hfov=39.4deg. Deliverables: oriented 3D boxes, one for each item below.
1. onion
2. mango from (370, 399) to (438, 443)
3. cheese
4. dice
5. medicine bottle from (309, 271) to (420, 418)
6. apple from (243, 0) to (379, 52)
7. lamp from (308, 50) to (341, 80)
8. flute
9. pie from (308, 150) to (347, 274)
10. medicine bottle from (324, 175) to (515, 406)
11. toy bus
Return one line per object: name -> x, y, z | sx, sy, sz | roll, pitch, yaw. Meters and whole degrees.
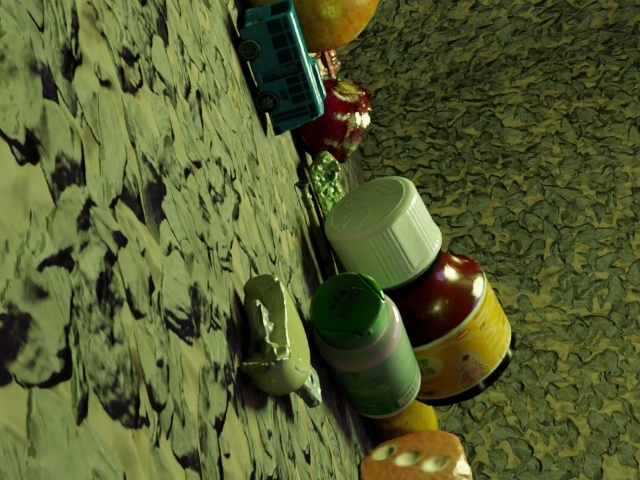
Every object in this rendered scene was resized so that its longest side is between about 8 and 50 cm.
onion -> 0.012, -0.217, 1.790 | 0.195, 0.140, 0.218 | -94, -156, -55
mango -> 0.155, 0.326, 1.722 | 0.295, 0.120, 0.177 | 66, 3, -61
cheese -> -0.034, 0.123, 0.927 | 0.235, 0.050, 0.127 | 62, 13, -57
dice -> 0.164, 0.412, 1.397 | 0.179, 0.174, 0.174 | -76, 149, -75
medicine bottle -> 0.067, 0.157, 1.333 | 0.274, 0.134, 0.133 | 67, 10, -55
apple -> -0.020, -0.450, 1.523 | 0.226, 0.246, 0.246 | 39, 35, -61
lamp -> -0.028, -0.506, 2.155 | 0.118, 0.118, 0.253 | -97, 170, -52
flute -> 0.000, 0.000, 1.595 | 0.027, 0.027, 0.233 | -91, 164, -65
pie -> 0.040, -0.023, 1.703 | 0.302, 0.067, 0.302 | -19, 90, -90
medicine bottle -> 0.157, 0.085, 1.535 | 0.395, 0.243, 0.242 | 54, 16, -26
toy bus -> -0.059, -0.263, 1.361 | 0.090, 0.106, 0.184 | -99, 171, -60
